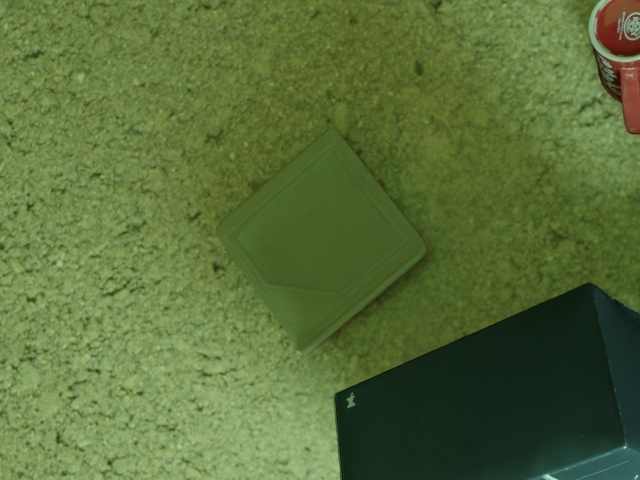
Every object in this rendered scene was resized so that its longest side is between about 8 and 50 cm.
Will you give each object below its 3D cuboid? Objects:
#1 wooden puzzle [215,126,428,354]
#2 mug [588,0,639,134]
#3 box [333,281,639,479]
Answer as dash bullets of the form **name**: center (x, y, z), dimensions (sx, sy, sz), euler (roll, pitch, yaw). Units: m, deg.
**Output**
- **wooden puzzle**: center (0.000, 0.000, 1.741), dimensions (0.221, 0.044, 0.238), euler (-40, 65, 10)
- **mug**: center (0.387, -0.219, 1.563), dimensions (0.113, 0.169, 0.150), euler (-27, 72, 13)
- **box**: center (0.244, 0.228, 1.397), dimensions (0.343, 0.312, 0.178), euler (-29, 51, 34)
